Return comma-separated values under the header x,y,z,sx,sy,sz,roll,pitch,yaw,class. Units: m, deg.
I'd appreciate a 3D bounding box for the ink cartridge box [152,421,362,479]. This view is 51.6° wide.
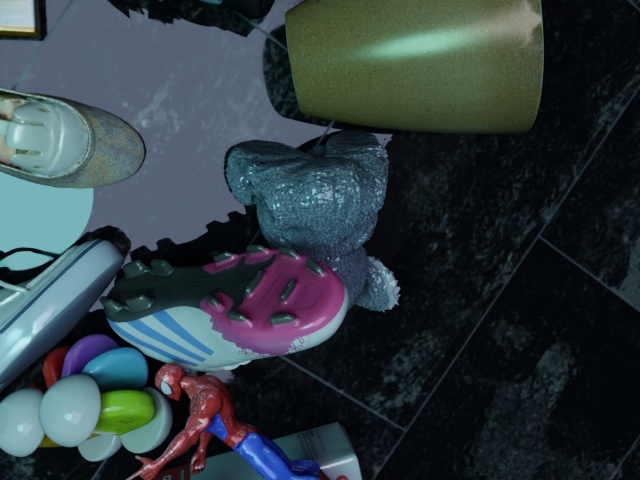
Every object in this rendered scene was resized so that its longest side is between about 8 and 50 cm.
x,y,z,sx,sy,sz,roll,pitch,yaw,class
-0.071,0.376,0.854,0.273,0.114,0.196,-14,100,-10,ink cartridge box

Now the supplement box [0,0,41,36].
x,y,z,sx,sy,sz,roll,pitch,yaw,class
-0.349,-0.281,0.737,0.062,0.036,0.098,-1,99,-11,supplement box

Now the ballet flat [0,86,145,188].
x,y,z,sx,sy,sz,roll,pitch,yaw,class
-0.356,-0.121,0.725,0.316,0.106,0.107,11,96,-13,ballet flat

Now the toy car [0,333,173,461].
x,y,z,sx,sy,sz,roll,pitch,yaw,class
-0.270,0.179,0.769,0.182,0.159,0.136,-19,62,28,toy car

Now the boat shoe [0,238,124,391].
x,y,z,sx,sy,sz,roll,pitch,yaw,class
-0.401,0.099,0.743,0.367,0.136,0.156,-44,91,-4,boat shoe

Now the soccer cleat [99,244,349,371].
x,y,z,sx,sy,sz,roll,pitch,yaw,class
-0.095,0.086,0.731,0.143,0.331,0.116,58,45,-36,soccer cleat

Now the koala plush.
x,y,z,sx,sy,sz,roll,pitch,yaw,class
0.000,0.000,0.786,0.196,0.203,0.221,-8,112,-10,koala plush

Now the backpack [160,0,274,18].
x,y,z,sx,sy,sz,roll,pitch,yaw,class
-0.198,-0.406,0.659,0.356,0.273,0.290,18,109,0,backpack

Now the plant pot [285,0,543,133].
x,y,z,sx,sy,sz,roll,pitch,yaw,class
0.094,-0.223,0.760,0.255,0.237,0.237,-8,100,6,plant pot

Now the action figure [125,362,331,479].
x,y,z,sx,sy,sz,roll,pitch,yaw,class
-0.097,0.257,0.735,0.139,0.091,0.280,-45,98,-5,action figure
